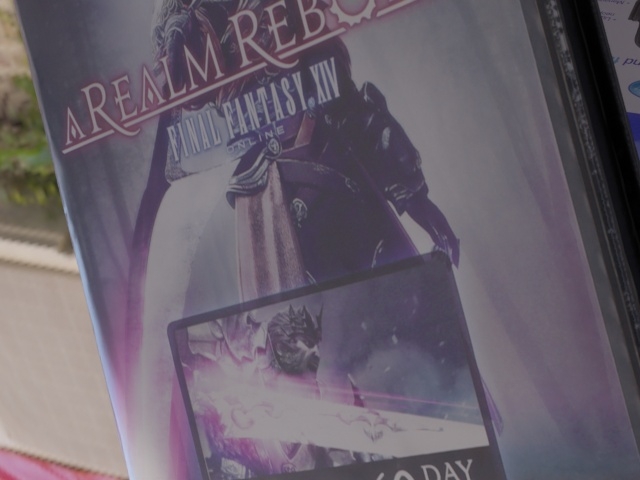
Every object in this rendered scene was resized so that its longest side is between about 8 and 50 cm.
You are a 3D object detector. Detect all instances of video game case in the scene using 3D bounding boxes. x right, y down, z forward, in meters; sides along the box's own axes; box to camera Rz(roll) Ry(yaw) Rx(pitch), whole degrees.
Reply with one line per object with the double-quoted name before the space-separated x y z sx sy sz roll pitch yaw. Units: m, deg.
"video game case" 0.000 0.000 0.390 0.196 0.274 0.026 -17 177 44

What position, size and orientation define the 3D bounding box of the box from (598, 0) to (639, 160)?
"box" 0.093 -0.053 0.406 0.081 0.028 0.136 13 -138 30
